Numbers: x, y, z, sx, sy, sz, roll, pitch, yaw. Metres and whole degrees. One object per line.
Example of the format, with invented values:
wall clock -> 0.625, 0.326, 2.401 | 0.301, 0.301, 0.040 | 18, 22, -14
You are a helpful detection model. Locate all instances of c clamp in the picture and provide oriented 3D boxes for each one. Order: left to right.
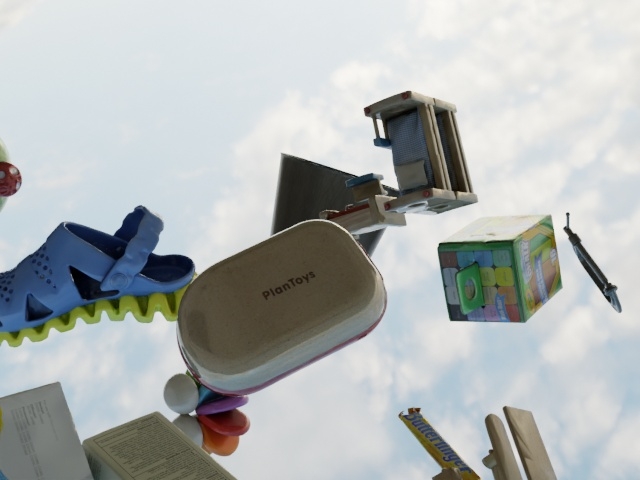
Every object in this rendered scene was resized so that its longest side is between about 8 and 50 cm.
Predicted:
c clamp -> 0.434, 0.043, 1.452 | 0.022, 0.137, 0.160 | -31, -113, 3

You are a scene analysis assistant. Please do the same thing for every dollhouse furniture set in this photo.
dollhouse furniture set -> 0.071, -0.085, 1.110 | 0.184, 0.129, 0.129 | -17, -100, 32
dollhouse furniture set -> 0.200, 0.304, 1.199 | 0.151, 0.144, 0.123 | -42, -134, 33

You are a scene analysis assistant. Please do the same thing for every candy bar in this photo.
candy bar -> 0.161, 0.283, 1.243 | 0.040, 0.018, 0.161 | -13, -145, -24

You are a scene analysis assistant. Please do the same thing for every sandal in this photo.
sandal -> -0.300, 0.036, 1.086 | 0.318, 0.138, 0.126 | -11, -151, -16

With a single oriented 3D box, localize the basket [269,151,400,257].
basket -> 0.000, 0.000, 1.412 | 0.154, 0.205, 0.226 | -41, 150, -83

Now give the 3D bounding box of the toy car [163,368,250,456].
toy car -> -0.190, 0.306, 1.649 | 0.136, 0.181, 0.159 | -3, -176, 38

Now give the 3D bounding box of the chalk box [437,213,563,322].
chalk box -> 0.273, 0.049, 1.412 | 0.132, 0.132, 0.213 | -2, -164, 35

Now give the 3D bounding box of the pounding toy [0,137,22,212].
pounding toy -> -0.504, -0.102, 1.247 | 0.110, 0.236, 0.183 | 13, -125, 40

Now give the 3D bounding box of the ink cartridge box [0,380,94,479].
ink cartridge box -> -0.520, 0.365, 1.393 | 0.270, 0.197, 0.198 | -14, 164, -37

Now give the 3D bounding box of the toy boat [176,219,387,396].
toy boat -> -0.045, 0.088, 1.006 | 0.231, 0.151, 0.151 | -25, -118, -16

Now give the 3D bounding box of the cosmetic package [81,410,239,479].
cosmetic package -> -0.226, 0.412, 1.420 | 0.309, 0.113, 0.160 | 32, -150, 33
